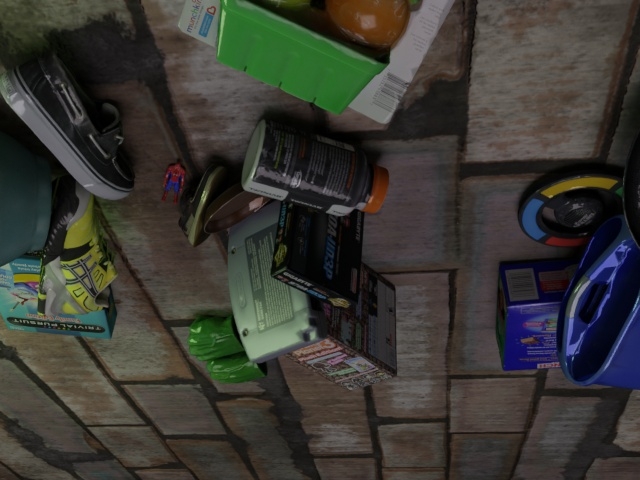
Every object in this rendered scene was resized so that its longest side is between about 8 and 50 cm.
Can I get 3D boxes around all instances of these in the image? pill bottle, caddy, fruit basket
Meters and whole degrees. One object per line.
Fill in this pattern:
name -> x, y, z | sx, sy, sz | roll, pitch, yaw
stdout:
pill bottle -> -0.005, -0.119, 1.260 | 0.245, 0.130, 0.130 | 15, 142, -16
caddy -> 0.554, 0.120, 1.341 | 0.179, 0.241, 0.341 | 12, 117, -6
fruit basket -> 0.018, -0.361, 0.921 | 0.327, 0.165, 0.353 | 22, 119, -9

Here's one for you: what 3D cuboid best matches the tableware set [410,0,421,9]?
tableware set -> 0.080, -0.333, 1.052 | 0.168, 0.020, 0.141 | 3, 144, -1

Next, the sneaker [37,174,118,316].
sneaker -> -0.468, 0.012, 1.402 | 0.147, 0.145, 0.385 | 4, 143, -21

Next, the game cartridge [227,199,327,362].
game cartridge -> -0.095, 0.079, 1.409 | 0.198, 0.297, 0.062 | -27, 154, 37

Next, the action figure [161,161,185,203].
action figure -> -0.282, -0.112, 1.377 | 0.038, 0.030, 0.115 | 16, 140, -9

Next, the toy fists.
toy fists -> -0.249, 0.286, 1.870 | 0.142, 0.096, 0.279 | -16, 140, 9

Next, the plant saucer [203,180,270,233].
plant saucer -> -0.154, -0.073, 1.351 | 0.168, 0.029, 0.168 | -33, 169, -7

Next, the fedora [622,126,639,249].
fedora -> 0.639, -0.088, 1.110 | 0.334, 0.152, 0.334 | -3, 106, -10

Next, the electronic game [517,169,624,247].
electronic game -> 0.498, -0.057, 1.381 | 0.229, 0.048, 0.229 | 2, 144, 1

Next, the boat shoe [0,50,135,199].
boat shoe -> -0.388, -0.181, 1.209 | 0.119, 0.121, 0.335 | -28, 151, 3

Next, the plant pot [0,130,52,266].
plant pot -> -0.589, -0.071, 1.262 | 0.196, 0.293, 0.293 | 4, 148, -32

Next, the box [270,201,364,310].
box -> 0.000, 0.000, 1.347 | 0.175, 0.220, 0.051 | 29, 142, -31

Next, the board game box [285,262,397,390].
board game box -> 0.026, 0.157, 1.553 | 0.141, 0.232, 0.291 | -25, 135, 33

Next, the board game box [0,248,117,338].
board game box -> -0.622, 0.109, 1.660 | 0.254, 0.079, 0.336 | 6, 144, -4

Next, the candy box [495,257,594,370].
candy box -> 0.546, 0.176, 1.638 | 0.268, 0.122, 0.317 | -5, 142, 8

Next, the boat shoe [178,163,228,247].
boat shoe -> -0.237, -0.073, 1.385 | 0.073, 0.080, 0.223 | 36, 141, 8
